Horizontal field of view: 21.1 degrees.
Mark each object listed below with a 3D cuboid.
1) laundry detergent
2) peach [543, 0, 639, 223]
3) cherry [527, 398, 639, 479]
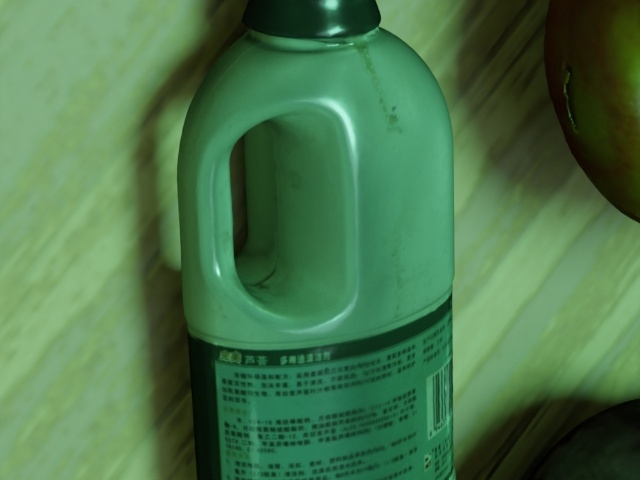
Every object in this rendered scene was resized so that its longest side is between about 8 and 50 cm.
[{"bbox_3d":[0.000,0.000,0.572,0.099,0.070,0.226,-12,114,-23],"label":"laundry detergent"},{"bbox_3d":[0.179,-0.087,0.592,0.197,0.197,0.197,-12,114,-29],"label":"peach"},{"bbox_3d":[0.177,0.171,0.665,0.255,0.218,0.296,6,114,-34],"label":"cherry"}]
